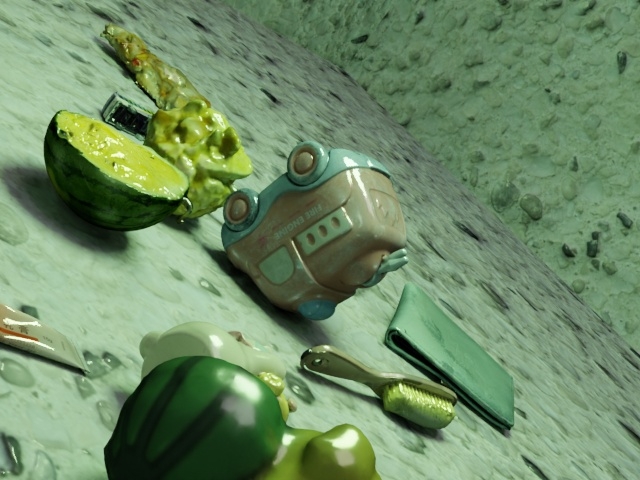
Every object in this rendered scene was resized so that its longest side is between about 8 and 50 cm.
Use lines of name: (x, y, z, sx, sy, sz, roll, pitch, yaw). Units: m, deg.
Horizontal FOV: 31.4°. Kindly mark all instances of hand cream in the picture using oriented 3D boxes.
hand cream: (-0.336, 0.090, 1.209, 0.216, 0.038, 0.052, 29, 44, -41)

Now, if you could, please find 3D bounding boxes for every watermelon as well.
watermelon: (-0.296, -0.082, 1.615, 0.232, 0.127, 0.204, 34, 15, -8)

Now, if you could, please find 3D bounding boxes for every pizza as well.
pizza: (-0.353, -0.365, 2.442, 0.297, 0.071, 0.189, 44, 17, 23)

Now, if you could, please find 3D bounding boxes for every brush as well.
brush: (0.097, 0.228, 1.732, 0.313, 0.072, 0.067, 26, 33, -35)

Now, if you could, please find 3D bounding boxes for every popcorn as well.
popcorn: (-0.203, -0.130, 1.846, 0.167, 0.187, 0.185, 20, 6, -28)

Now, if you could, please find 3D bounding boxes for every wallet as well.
wallet: (0.246, 0.218, 2.124, 0.290, 0.054, 0.251, 42, 19, -2)

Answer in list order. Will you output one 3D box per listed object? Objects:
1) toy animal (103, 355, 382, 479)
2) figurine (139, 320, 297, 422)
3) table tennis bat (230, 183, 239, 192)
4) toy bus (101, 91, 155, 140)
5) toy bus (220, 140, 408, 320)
toy animal: (-0.055, 0.252, 1.064, 0.338, 0.216, 0.191, 37, 41, 6)
figurine: (-0.095, 0.171, 1.342, 0.155, 0.127, 0.235, 25, 4, 31)
table tennis bat: (-0.196, -0.120, 1.971, 0.246, 0.138, 0.022, 41, 43, 3)
toy bus: (-0.347, -0.227, 2.082, 0.102, 0.052, 0.058, 26, 18, -40)
toy bus: (0.000, 0.000, 1.816, 0.197, 0.294, 0.231, 22, 38, -57)
